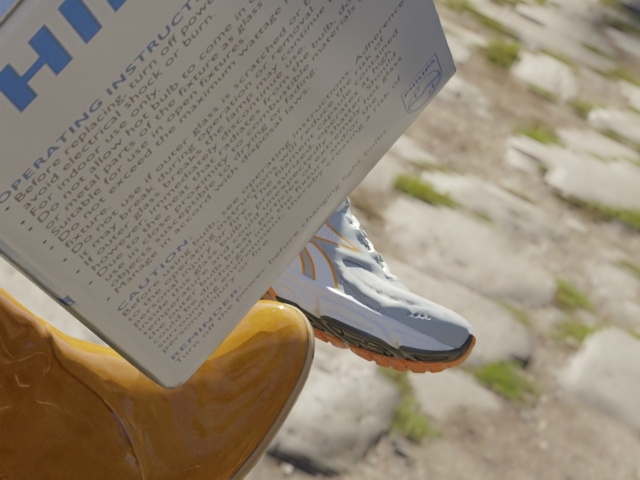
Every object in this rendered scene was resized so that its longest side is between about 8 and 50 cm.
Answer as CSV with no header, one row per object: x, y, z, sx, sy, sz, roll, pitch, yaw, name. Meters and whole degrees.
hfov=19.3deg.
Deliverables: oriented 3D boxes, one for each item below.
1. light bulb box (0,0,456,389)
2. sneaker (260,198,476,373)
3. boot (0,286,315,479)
-0.161,-0.157,0.811,0.358,0.225,0.361,38,-7,19,light bulb box
0.000,0.000,1.333,0.262,0.121,0.099,25,-11,12,sneaker
-0.143,0.077,1.035,0.104,0.295,0.211,26,-29,46,boot
